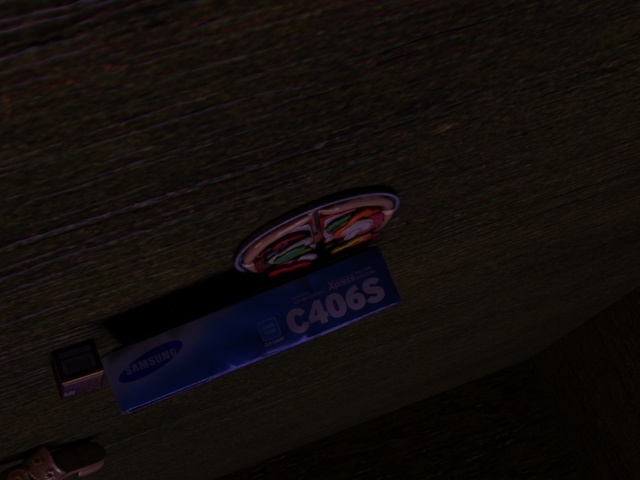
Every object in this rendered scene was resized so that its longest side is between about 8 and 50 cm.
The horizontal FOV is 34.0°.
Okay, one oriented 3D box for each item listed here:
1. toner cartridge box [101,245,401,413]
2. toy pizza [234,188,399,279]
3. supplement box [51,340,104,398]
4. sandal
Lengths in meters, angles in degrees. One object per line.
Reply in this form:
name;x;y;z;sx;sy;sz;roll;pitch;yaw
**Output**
toner cartridge box;-0.081;0.103;1.280;0.348;0.075;0.165;-22;179;-2
toy pizza;0.000;0.000;1.189;0.201;0.032;0.201;-21;165;-6
supplement box;-0.300;0.160;1.293;0.055;0.043;0.083;-17;163;-21
sandal;-0.470;0.381;1.806;0.240;0.088;0.079;-16;134;-47
